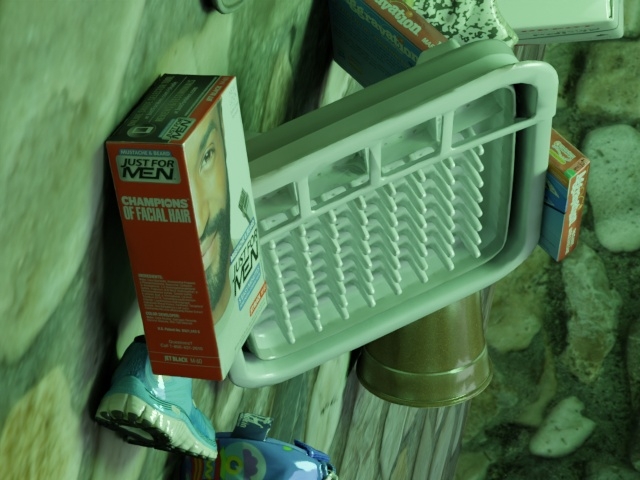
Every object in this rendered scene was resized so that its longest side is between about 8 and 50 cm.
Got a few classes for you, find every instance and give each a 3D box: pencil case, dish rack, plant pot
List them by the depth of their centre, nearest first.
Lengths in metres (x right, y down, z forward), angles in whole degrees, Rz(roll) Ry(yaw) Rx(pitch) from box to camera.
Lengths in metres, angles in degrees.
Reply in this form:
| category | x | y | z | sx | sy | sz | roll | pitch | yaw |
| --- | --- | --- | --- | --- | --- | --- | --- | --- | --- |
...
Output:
| category | x | y | z | sx | sy | sz | roll | pitch | yaw |
| --- | --- | --- | --- | --- | --- | --- | --- | --- | --- |
| dish rack | 0.033 | -0.022 | 1.247 | 0.072 | 0.286 | 0.333 | 61 | -9 | 27 |
| pencil case | -0.052 | 0.292 | 1.253 | 0.119 | 0.133 | 0.306 | 31 | 58 | -54 |
| plant pot | 0.123 | 0.085 | 1.968 | 0.167 | 0.167 | 0.165 | -58 | 151 | -57 |

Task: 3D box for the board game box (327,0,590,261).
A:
| category | x | y | z | sx | sy | sz | roll | pitch | yaw |
| --- | --- | --- | --- | --- | --- | --- | --- | --- | --- |
| board game box | 0.109 | -0.111 | 1.368 | 0.027 | 0.281 | 0.145 | -40 | 157 | -14 |

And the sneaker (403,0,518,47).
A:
| category | x | y | z | sx | sy | sz | roll | pitch | yaw |
| --- | --- | --- | --- | --- | --- | --- | --- | --- | --- |
| sneaker | 0.170 | -0.346 | 1.482 | 0.158 | 0.182 | 0.410 | -34 | 145 | -80 |

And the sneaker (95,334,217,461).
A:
| category | x | y | z | sx | sy | sz | roll | pitch | yaw |
| --- | --- | --- | --- | --- | --- | --- | --- | --- | --- |
| sneaker | -0.099 | 0.104 | 1.111 | 0.162 | 0.063 | 0.073 | 67 | 35 | -72 |

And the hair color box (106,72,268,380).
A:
| category | x | y | z | sx | sy | sz | roll | pitch | yaw |
| --- | --- | --- | --- | --- | --- | --- | --- | --- | --- |
| hair color box | -0.078 | -0.008 | 1.017 | 0.093 | 0.053 | 0.167 | -61 | 148 | -53 |

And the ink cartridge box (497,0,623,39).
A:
| category | x | y | z | sx | sy | sz | roll | pitch | yaw |
| --- | --- | --- | --- | --- | --- | --- | --- | --- | --- |
| ink cartridge box | 0.220 | -0.277 | 1.792 | 0.283 | 0.207 | 0.117 | -16 | 103 | -77 |

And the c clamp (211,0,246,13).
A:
| category | x | y | z | sx | sy | sz | roll | pitch | yaw |
| --- | --- | --- | --- | --- | --- | --- | --- | --- | --- |
| c clamp | -0.040 | -0.229 | 1.091 | 0.137 | 0.022 | 0.160 | -32 | 134 | -74 |
